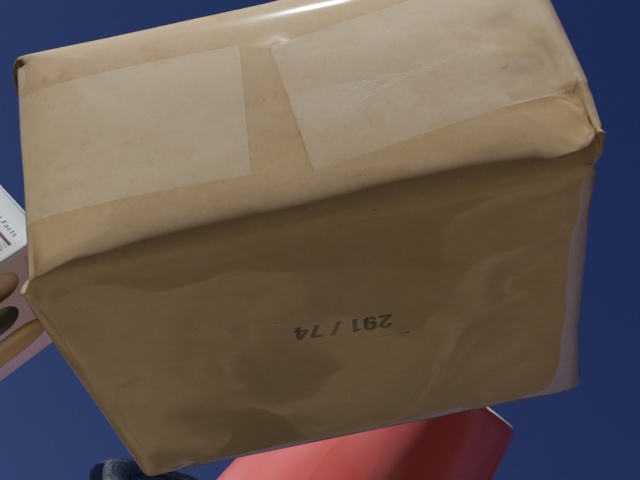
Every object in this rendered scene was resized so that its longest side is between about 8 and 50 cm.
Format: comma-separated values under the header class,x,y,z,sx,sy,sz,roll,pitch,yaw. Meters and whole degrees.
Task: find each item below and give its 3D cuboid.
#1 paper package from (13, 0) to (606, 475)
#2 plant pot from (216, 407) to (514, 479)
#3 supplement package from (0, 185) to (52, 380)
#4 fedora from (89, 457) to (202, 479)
class,x,y,z,sx,sy,sz,roll,pitch,yaw
paper package,0.000,0.000,0.876,0.325,0.168,0.309,-12,-32,2
plant pot,0.063,0.246,1.462,0.275,0.243,0.275,37,-4,3
supplement package,-0.425,0.056,1.401,0.198,0.263,0.199,44,-20,23
fedora,-0.137,0.373,1.478,0.334,0.152,0.334,31,2,-1
